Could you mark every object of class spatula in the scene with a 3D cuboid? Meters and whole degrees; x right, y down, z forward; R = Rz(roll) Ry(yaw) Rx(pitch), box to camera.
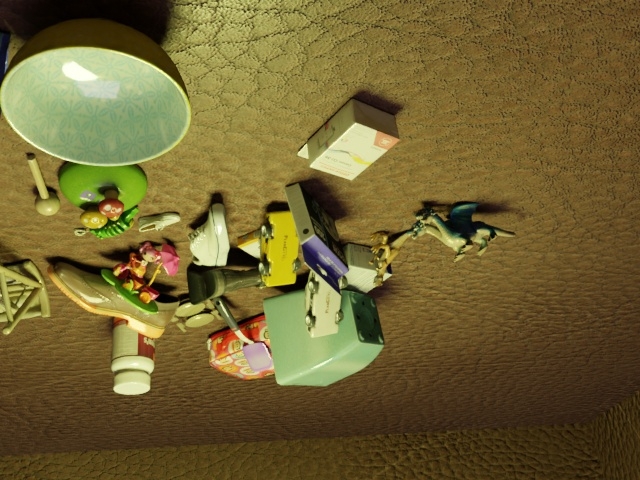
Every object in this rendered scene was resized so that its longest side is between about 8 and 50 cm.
[{"bbox_3d":[-0.232,0.273,2.135,0.084,0.030,0.296,-17,123,22],"label":"spatula"}]

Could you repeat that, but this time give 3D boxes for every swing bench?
[{"bbox_3d":[-0.835,0.141,1.770,0.253,0.165,0.254,-8,-177,1],"label":"swing bench"}]

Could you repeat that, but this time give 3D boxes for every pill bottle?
[{"bbox_3d":[-0.541,0.323,2.105,0.121,0.221,0.121,-5,150,-3],"label":"pill bottle"}]

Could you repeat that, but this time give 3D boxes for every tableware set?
[{"bbox_3d":[-0.369,0.205,2.121,0.128,0.039,0.194,-19,156,-2],"label":"tableware set"}]

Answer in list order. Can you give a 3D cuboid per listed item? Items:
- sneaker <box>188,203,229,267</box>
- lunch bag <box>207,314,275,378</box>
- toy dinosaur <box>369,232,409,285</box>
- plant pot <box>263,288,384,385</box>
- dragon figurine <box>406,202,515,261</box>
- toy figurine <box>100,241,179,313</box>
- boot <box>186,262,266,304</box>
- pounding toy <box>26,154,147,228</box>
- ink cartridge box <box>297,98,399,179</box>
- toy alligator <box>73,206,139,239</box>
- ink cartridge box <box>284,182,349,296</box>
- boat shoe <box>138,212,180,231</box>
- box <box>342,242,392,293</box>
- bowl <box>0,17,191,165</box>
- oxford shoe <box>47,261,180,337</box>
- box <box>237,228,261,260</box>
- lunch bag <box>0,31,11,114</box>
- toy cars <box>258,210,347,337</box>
[{"bbox_3d":[-0.267,0.000,1.729,0.091,0.094,0.258,-5,151,-12],"label":"sneaker"},{"bbox_3d":[-0.206,0.336,2.296,0.293,0.120,0.258,-24,145,28],"label":"lunch bag"},{"bbox_3d":[0.185,0.018,1.880,0.112,0.064,0.211,31,102,-33],"label":"toy dinosaur"},{"bbox_3d":[0.028,0.251,2.022,0.252,0.247,0.247,-23,157,30],"label":"plant pot"},{"bbox_3d":[0.357,-0.038,1.797,0.289,0.144,0.085,-16,153,-24],"label":"dragon figurine"},{"bbox_3d":[-0.427,0.068,1.804,0.159,0.173,0.130,-51,-178,6],"label":"toy figurine"},{"bbox_3d":[-0.215,0.109,1.917,0.229,0.091,0.263,-7,179,-32],"label":"boot"},{"bbox_3d":[-0.484,-0.084,1.527,0.237,0.110,0.183,0,149,-12],"label":"pounding toy"},{"bbox_3d":[0.052,-0.191,1.490,0.115,0.067,0.198,15,144,-33],"label":"ink cartridge box"},{"bbox_3d":[-0.495,-0.027,1.680,0.190,0.051,0.056,-20,147,22],"label":"toy alligator"},{"bbox_3d":[0.000,0.000,1.669,0.045,0.208,0.206,-24,147,14],"label":"ink cartridge box"},{"bbox_3d":[-0.376,-0.039,1.699,0.100,0.035,0.035,-7,150,1],"label":"boat shoe"},{"bbox_3d":[0.099,0.076,1.955,0.137,0.072,0.126,13,146,-29],"label":"box"},{"bbox_3d":[-0.359,-0.266,1.191,0.290,0.156,0.289,-5,149,-3],"label":"bowl"},{"bbox_3d":[-0.535,0.125,1.907,0.364,0.130,0.132,33,100,-39],"label":"oxford shoe"},{"bbox_3d":[-0.139,0.017,1.853,0.081,0.028,0.136,-21,150,23],"label":"box"},{"bbox_3d":[-0.615,-0.197,1.123,0.221,0.293,0.138,8,147,-22],"label":"lunch bag"},{"bbox_3d":[-0.052,0.078,1.812,0.176,0.087,0.393,-44,124,-10],"label":"toy cars"}]
